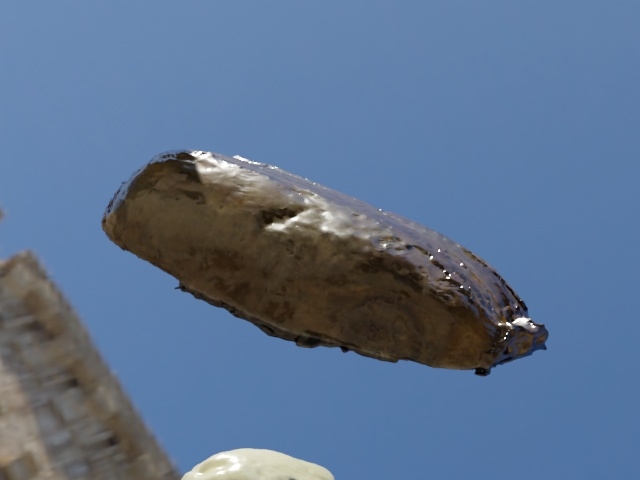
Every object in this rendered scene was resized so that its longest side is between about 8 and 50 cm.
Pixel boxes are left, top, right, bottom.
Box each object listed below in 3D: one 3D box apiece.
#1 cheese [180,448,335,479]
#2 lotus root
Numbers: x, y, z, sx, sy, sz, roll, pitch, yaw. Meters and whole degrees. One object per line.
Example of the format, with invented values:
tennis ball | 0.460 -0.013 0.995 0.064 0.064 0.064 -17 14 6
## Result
cheese | -0.057 0.302 1.544 0.159 0.093 0.263 -1 -72 -16
lotus root | 0.001 0.000 1.217 0.329 0.167 0.078 20 -62 31
